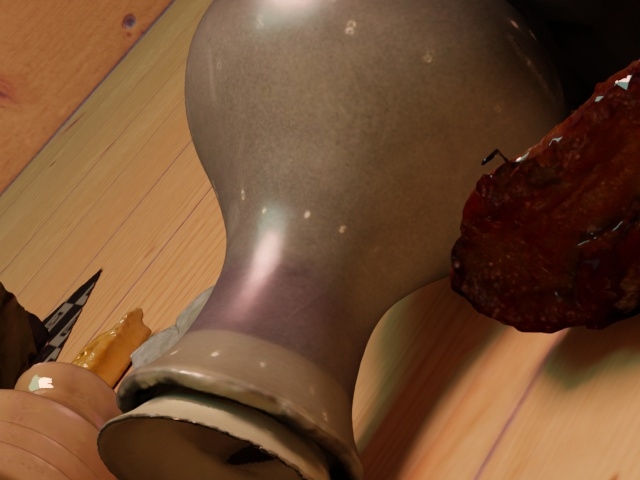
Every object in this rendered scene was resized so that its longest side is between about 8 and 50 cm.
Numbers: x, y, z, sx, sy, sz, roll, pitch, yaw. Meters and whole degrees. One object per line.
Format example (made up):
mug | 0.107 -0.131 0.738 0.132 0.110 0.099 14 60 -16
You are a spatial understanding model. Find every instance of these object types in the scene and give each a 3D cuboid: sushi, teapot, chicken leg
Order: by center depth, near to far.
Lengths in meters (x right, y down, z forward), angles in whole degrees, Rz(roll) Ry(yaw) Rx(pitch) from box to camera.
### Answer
chicken leg | 0.176 -0.069 0.586 0.322 0.083 0.177 -41 -4 30
teapot | 0.000 0.000 0.726 0.183 0.183 0.251 -28 32 52
sushi | -0.312 0.122 1.533 0.219 0.047 0.231 -40 14 21

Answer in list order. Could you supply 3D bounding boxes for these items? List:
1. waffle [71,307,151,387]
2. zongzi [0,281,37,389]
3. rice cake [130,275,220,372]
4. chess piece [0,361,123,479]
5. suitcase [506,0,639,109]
waffle | -0.208 0.121 1.251 0.191 0.032 0.125 -27 24 50
zongzi | -0.325 0.295 0.938 0.500 0.218 0.467 -94 23 -57
rice cake | -0.057 0.072 0.931 0.124 0.038 0.211 -44 14 9
chess piece | -0.144 0.144 0.793 0.307 0.138 0.124 -68 -16 -70
suitcase | 0.082 -0.149 0.808 0.066 0.206 0.285 -43 14 -4
